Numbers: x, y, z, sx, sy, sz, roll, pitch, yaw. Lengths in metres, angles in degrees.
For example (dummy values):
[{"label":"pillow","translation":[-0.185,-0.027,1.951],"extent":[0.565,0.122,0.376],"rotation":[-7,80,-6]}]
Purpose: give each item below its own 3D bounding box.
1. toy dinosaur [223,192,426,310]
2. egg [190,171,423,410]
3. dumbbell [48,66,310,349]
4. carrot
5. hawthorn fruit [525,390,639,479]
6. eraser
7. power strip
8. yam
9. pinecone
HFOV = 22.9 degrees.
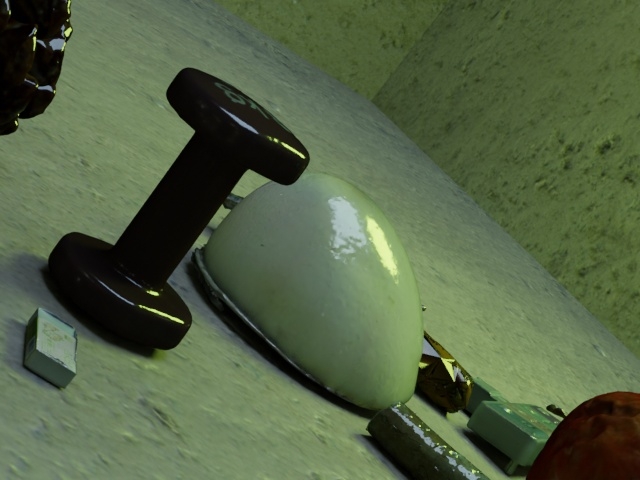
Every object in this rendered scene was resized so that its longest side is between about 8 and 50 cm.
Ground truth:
[{"label":"toy dinosaur","translation":[-0.004,0.006,1.955],"extent":[0.294,0.077,0.162],"rotation":[16,8,-22]},{"label":"egg","translation":[0.023,0.043,1.697],"extent":[0.286,0.174,0.264],"rotation":[40,14,-12]},{"label":"dumbbell","translation":[-0.122,-0.027,1.363],"extent":[0.140,0.225,0.124],"rotation":[24,16,-46]},{"label":"carrot","translation":[0.088,0.119,1.887],"extent":[0.229,0.069,0.069],"rotation":[39,11,-2]},{"label":"hawthorn fruit","translation":[0.303,0.249,1.601],"extent":[0.242,0.242,0.271],"rotation":[31,13,-33]},{"label":"eraser","translation":[-0.205,0.081,1.202],"extent":[0.038,0.019,0.083],"rotation":[33,11,-18]},{"label":"power strip","translation":[0.231,0.227,1.950],"extent":[0.145,0.061,0.216],"rotation":[36,8,26]},{"label":"yam","translation":[0.109,0.218,1.578],"extent":[0.132,0.054,0.054],"rotation":[41,11,20]},{"label":"pinecone","translation":[-0.330,-0.196,1.398],"extent":[0.244,0.244,0.309],"rotation":[41,1,12]}]
